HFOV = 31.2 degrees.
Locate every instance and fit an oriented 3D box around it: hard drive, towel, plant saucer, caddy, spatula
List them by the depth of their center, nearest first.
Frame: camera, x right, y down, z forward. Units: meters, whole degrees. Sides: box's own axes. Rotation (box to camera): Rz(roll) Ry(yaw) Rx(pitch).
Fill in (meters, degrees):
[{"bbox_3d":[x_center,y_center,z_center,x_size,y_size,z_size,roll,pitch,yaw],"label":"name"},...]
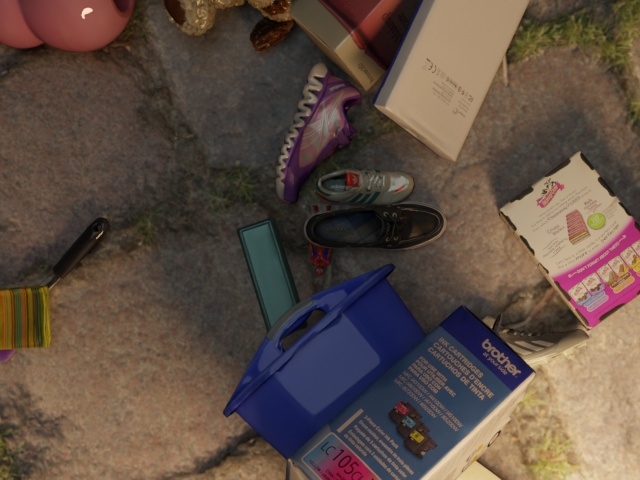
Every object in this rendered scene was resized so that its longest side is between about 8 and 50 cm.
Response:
[{"bbox_3d":[0.006,0.176,1.730,0.341,0.241,0.179,-41,85,0],"label":"caddy"},{"bbox_3d":[0.214,-0.309,1.793,0.040,0.210,0.318,21,84,42],"label":"hard drive"},{"bbox_3d":[-0.081,0.060,1.869,0.067,0.018,0.192,-18,81,5],"label":"plant saucer"},{"bbox_3d":[-0.556,0.132,1.898,0.237,0.021,0.102,-5,85,16],"label":"towel"},{"bbox_3d":[-0.458,0.072,1.910,0.084,0.030,0.296,44,90,13],"label":"spatula"}]

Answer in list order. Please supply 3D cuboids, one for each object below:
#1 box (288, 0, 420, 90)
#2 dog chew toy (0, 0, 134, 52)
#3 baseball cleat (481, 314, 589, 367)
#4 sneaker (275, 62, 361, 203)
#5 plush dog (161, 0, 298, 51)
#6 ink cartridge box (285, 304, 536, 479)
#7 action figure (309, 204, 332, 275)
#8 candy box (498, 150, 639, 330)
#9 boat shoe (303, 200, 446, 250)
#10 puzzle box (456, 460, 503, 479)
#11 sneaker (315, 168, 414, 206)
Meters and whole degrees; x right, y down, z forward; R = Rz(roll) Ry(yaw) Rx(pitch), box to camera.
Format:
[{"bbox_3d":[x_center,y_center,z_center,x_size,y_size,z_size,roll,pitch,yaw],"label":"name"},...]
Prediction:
[{"bbox_3d":[0.091,-0.381,1.822,0.232,0.148,0.127,-46,60,3],"label":"box"},{"bbox_3d":[-0.482,-0.409,1.905,0.332,0.206,0.206,-3,81,15],"label":"dog chew toy"},{"bbox_3d":[0.306,0.155,1.775,0.206,0.072,0.109,-21,80,3],"label":"baseball cleat"},{"bbox_3d":[0.000,-0.166,1.856,0.105,0.095,0.236,20,84,2],"label":"sneaker"},{"bbox_3d":[-0.104,-0.446,1.879,0.225,0.210,0.262,30,124,-2],"label":"plush dog"},{"bbox_3d":[0.140,0.269,1.611,0.395,0.270,0.151,-37,70,-22],"label":"ink cartridge box"},{"bbox_3d":[0.000,0.000,1.862,0.038,0.030,0.115,0,84,3],"label":"action figure"},{"bbox_3d":[0.409,0.002,1.784,0.159,0.071,0.233,-35,80,2],"label":"candy box"},{"bbox_3d":[0.089,-0.023,1.813,0.229,0.076,0.080,1,92,-3],"label":"boat shoe"},{"bbox_3d":[0.104,0.489,1.764,0.272,0.052,0.409,36,88,11],"label":"puzzle box"},{"bbox_3d":[0.069,-0.087,1.839,0.161,0.075,0.057,-1,82,8],"label":"sneaker"}]
